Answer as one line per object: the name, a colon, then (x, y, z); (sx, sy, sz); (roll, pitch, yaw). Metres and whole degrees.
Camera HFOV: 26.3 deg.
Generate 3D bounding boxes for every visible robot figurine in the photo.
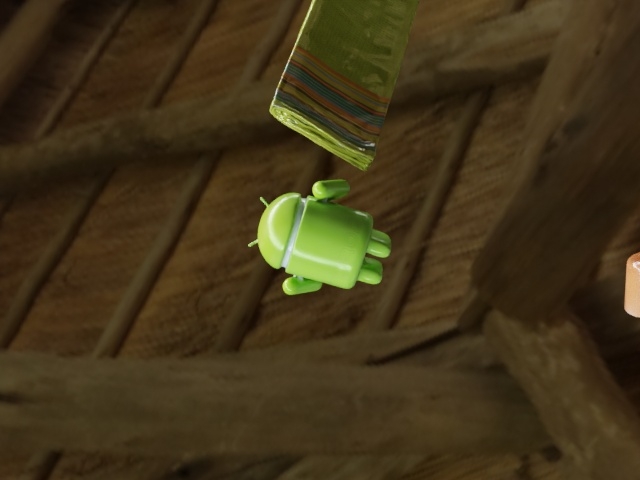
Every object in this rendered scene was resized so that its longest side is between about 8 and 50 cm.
robot figurine: (0.000, 0.000, 1.140); (0.115, 0.101, 0.067); (16, -163, -2)

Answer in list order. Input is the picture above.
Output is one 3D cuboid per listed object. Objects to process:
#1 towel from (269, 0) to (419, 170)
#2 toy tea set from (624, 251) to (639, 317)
towel: (0.027, -0.170, 1.234); (0.102, 0.021, 0.237); (30, -133, -14)
toy tea set: (0.487, 0.076, 1.451); (0.200, 0.124, 0.336); (-23, -158, -37)
